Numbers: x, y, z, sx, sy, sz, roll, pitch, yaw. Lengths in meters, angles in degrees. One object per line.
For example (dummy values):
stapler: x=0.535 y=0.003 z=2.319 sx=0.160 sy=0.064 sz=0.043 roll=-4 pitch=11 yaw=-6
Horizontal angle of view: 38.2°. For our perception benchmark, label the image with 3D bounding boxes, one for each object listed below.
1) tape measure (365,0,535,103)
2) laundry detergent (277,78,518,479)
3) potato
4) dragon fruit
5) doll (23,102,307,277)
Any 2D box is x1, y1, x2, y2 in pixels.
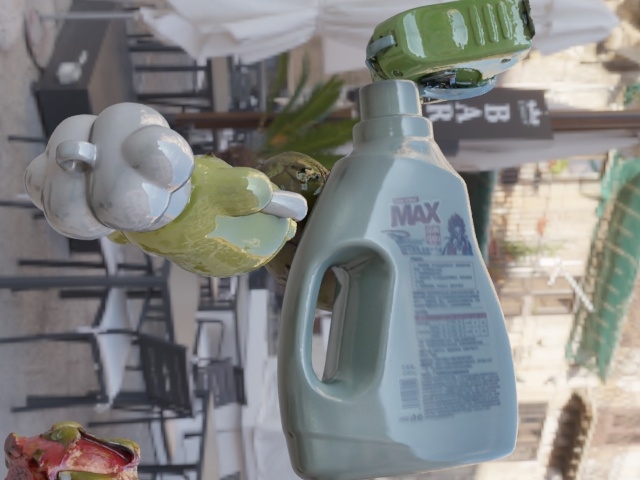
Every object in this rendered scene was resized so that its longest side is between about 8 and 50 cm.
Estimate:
tape measure: x=0.148 y=-0.229 z=1.154 sx=0.175 sy=0.200 sz=0.106 roll=99 pitch=-21 yaw=-77
laundry detergent: x=0.071 y=0.033 z=0.953 sx=0.125 sy=0.264 sz=0.397 roll=-16 pitch=-103 yaw=62
potato: x=0.000 y=0.000 z=1.094 sx=0.251 sy=0.149 sz=0.113 roll=56 pitch=15 yaw=-30
dragon fruit: x=-0.206 y=0.251 z=0.829 sx=0.150 sy=0.208 sz=0.133 roll=-59 pitch=-173 yaw=-31
doll: x=-0.075 y=-0.021 z=0.472 sx=0.162 sy=0.106 sz=0.062 roll=25 pitch=55 yaw=-60
